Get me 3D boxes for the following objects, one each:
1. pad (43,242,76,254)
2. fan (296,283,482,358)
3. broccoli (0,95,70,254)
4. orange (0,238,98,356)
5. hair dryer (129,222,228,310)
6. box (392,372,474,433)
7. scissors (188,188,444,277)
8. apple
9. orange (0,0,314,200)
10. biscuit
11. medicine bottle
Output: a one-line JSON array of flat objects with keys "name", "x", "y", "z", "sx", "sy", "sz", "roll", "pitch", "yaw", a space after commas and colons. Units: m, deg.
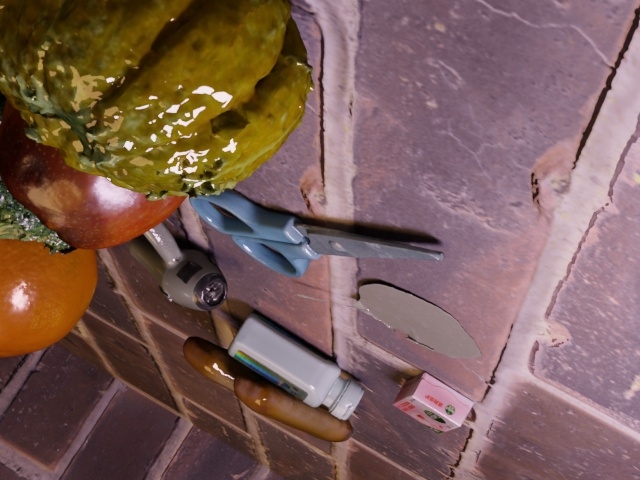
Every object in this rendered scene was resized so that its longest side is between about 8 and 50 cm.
[{"name": "pad", "x": -0.491, "y": -0.080, "z": 2.057, "sx": 0.330, "sy": 0.004, "sz": 0.220, "roll": 30, "pitch": -162, "yaw": 8}, {"name": "fan", "x": 0.078, "y": 0.095, "z": 1.752, "sx": 0.310, "sy": 0.010, "sz": 0.182, "roll": 11, "pitch": 153, "yaw": 43}, {"name": "broccoli", "x": -0.473, "y": -0.078, "z": 1.832, "sx": 0.308, "sy": 0.275, "sz": 0.308, "roll": 31, "pitch": -168, "yaw": -7}, {"name": "orange", "x": -0.525, "y": 0.045, "z": 2.181, "sx": 0.312, "sy": 0.312, "sz": 0.312, "roll": 29, "pitch": 163, "yaw": 10}, {"name": "hair dryer", "x": -0.263, "y": -0.011, "z": 1.991, "sx": 0.267, "sy": 0.092, "sz": 0.229, "roll": 54, "pitch": 162, "yaw": -20}, {"name": "box", "x": 0.167, "y": 0.244, "z": 1.957, "sx": 0.089, "sy": 0.043, "sz": 0.125, "roll": 32, "pitch": 163, "yaw": -1}, {"name": "scissors", "x": 0.000, "y": 0.000, "z": 1.594, "sx": 0.192, "sy": 0.029, "sz": 0.447, "roll": 42, "pitch": 161, "yaw": -31}, {"name": "apple", "x": -0.251, "y": -0.105, "z": 1.433, "sx": 0.230, "sy": 0.230, "sz": 0.230, "roll": 29, "pitch": 163, "yaw": 10}, {"name": "orange", "x": -0.164, "y": -0.163, "z": 1.114, "sx": 0.301, "sy": 0.223, "sz": 0.300, "roll": 21, "pitch": 154, "yaw": 34}, {"name": "biscuit", "x": -0.092, "y": 0.265, "z": 2.301, "sx": 0.237, "sy": 0.062, "sz": 0.291, "roll": 29, "pitch": 178, "yaw": 38}, {"name": "medicine bottle", "x": -0.039, "y": 0.210, "z": 2.156, "sx": 0.229, "sy": 0.083, "sz": 0.121, "roll": 31, "pitch": 166, "yaw": 0}]
